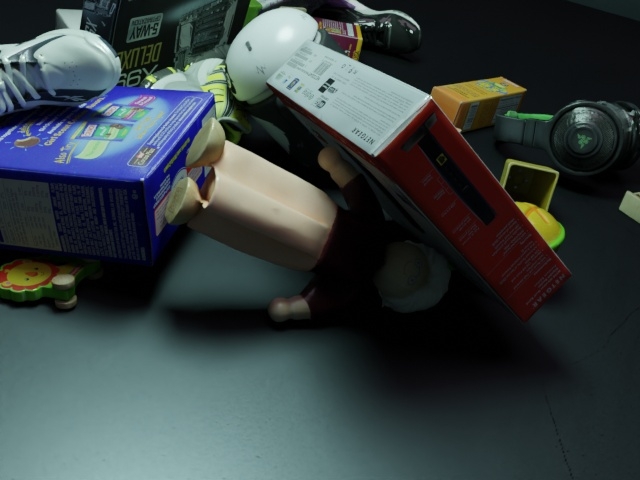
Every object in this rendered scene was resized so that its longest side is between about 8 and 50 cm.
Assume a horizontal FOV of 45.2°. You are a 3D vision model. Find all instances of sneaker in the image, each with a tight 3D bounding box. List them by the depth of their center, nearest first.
[{"bbox_3d":[-0.353,-0.172,0.855,0.235,0.094,0.153,6,32,9],"label":"sneaker"},{"bbox_3d":[-0.177,-0.204,1.229,0.147,0.145,0.384,41,33,-3],"label":"sneaker"},{"bbox_3d":[0.101,-0.494,1.837,0.283,0.107,0.124,26,48,28],"label":"sneaker"}]

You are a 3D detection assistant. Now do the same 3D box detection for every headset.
[{"bbox_3d":[0.508,-0.214,1.385,0.394,0.185,0.243,17,19,39],"label":"headset"}]

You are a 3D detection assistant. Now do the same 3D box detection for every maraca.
[{"bbox_3d":[0.238,0.002,1.051,0.186,0.099,0.127,-10,21,11],"label":"maraca"}]

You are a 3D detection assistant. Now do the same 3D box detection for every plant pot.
[{"bbox_3d":[0.329,-0.091,1.253,0.081,0.081,0.083,12,20,-1],"label":"plant pot"}]

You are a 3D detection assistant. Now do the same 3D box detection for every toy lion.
[{"bbox_3d":[-0.305,0.038,0.854,0.096,0.034,0.100,10,30,10],"label":"toy lion"}]

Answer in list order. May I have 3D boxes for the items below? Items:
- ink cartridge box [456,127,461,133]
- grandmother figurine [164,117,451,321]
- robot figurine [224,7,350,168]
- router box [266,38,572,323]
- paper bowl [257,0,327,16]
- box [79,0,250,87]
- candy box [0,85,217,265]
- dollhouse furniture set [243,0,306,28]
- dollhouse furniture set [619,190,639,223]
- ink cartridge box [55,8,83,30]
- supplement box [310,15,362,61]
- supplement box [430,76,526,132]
[{"bbox_3d":[0.149,-0.189,1.379,0.145,0.045,0.179,28,31,25],"label":"ink cartridge box"},{"bbox_3d":[0.000,0.000,0.880,0.342,0.208,0.104,22,5,-22],"label":"grandmother figurine"},{"bbox_3d":[-0.021,-0.221,1.182,0.173,0.278,0.209,-55,28,-17],"label":"robot figurine"},{"bbox_3d":[0.107,-0.082,0.927,0.301,0.082,0.335,44,1,-31],"label":"router box"},{"bbox_3d":[-0.078,-0.600,1.741,0.284,0.148,0.284,-20,10,4],"label":"paper bowl"},{"bbox_3d":[-0.254,-0.334,1.256,0.076,0.242,0.307,39,40,17],"label":"box"},{"bbox_3d":[-0.314,-0.097,0.940,0.317,0.122,0.268,7,31,7],"label":"candy box"},{"bbox_3d":[-0.048,-0.353,1.470,0.198,0.151,0.301,-5,35,-27],"label":"dollhouse furniture set"},{"bbox_3d":[0.568,-0.087,1.229,0.101,0.182,0.161,-9,37,-31],"label":"dollhouse furniture set"},{"bbox_3d":[-0.330,-0.367,1.474,0.296,0.066,0.261,-6,35,-29],"label":"ink cartridge box"},{"bbox_3d":[-0.009,-0.440,1.696,0.188,0.081,0.104,9,31,-7],"label":"supplement box"},{"bbox_3d":[0.313,-0.274,1.548,0.233,0.080,0.078,-17,43,-43],"label":"supplement box"}]
